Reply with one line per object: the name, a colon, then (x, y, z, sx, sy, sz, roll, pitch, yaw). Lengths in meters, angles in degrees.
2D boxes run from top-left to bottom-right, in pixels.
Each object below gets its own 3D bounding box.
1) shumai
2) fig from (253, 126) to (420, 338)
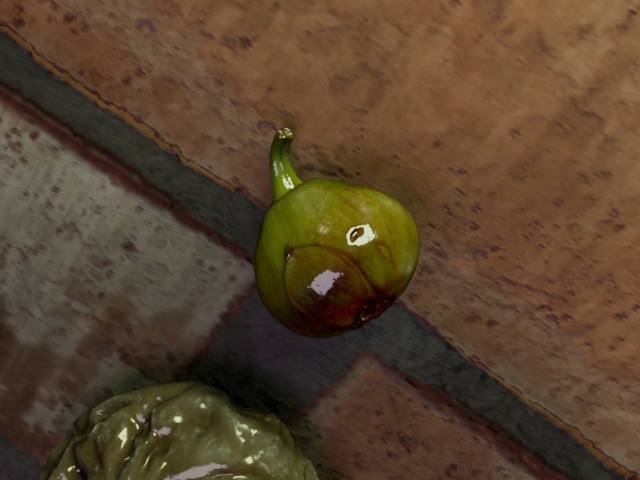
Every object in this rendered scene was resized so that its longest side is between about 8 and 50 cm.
shumai: (-0.102, 0.193, 0.818, 0.206, 0.175, 0.166, -28, 110, 37)
fig: (0.000, 0.000, 0.684, 0.098, 0.082, 0.084, 56, 161, 25)
